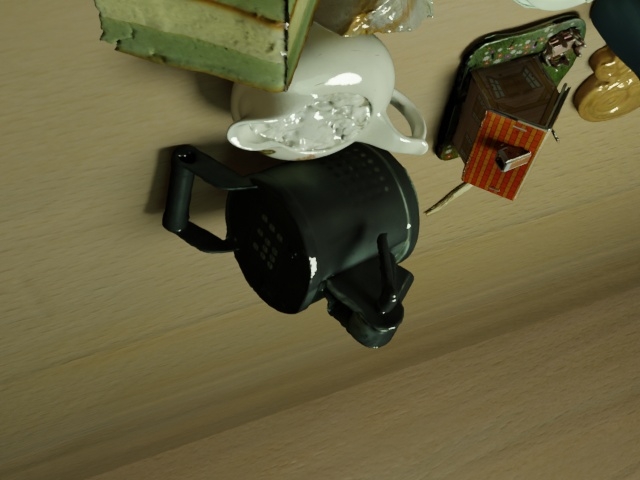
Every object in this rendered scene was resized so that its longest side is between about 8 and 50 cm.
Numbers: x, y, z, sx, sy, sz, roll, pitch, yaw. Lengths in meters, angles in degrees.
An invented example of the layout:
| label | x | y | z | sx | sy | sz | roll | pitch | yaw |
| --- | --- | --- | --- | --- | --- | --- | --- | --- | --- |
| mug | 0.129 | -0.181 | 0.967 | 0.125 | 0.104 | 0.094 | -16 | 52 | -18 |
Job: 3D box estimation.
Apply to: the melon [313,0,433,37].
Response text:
| label | x | y | z | sx | sy | sz | roll | pitch | yaw |
| --- | --- | --- | --- | --- | --- | --- | --- | --- | --- |
| melon | 0.068 | -0.276 | 0.795 | 0.203 | 0.093 | 0.139 | -11 | 146 | -36 |

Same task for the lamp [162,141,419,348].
| label | x | y | z | sx | sy | sz | roll | pitch | yaw |
| --- | --- | --- | --- | --- | --- | --- | --- | --- | --- |
| lamp | 0.001 | -0.035 | 1.080 | 0.272 | 0.374 | 0.205 | -45 | 166 | -39 |

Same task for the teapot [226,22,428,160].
| label | x | y | z | sx | sy | sz | roll | pitch | yaw |
| --- | --- | --- | --- | --- | --- | --- | --- | --- | --- |
| teapot | 0.005 | -0.169 | 0.902 | 0.298 | 0.139 | 0.204 | -6 | 149 | -32 |

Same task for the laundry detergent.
| label | x | y | z | sx | sy | sz | roll | pitch | yaw |
| --- | --- | --- | --- | --- | --- | --- | --- | --- | --- |
| laundry detergent | 0.449 | -0.261 | 1.011 | 0.061 | 0.206 | 0.096 | -18 | 154 | -12 |

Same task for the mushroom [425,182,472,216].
| label | x | y | z | sx | sy | sz | roll | pitch | yaw |
| --- | --- | --- | --- | --- | --- | --- | --- | --- | --- |
| mushroom | 0.309 | -0.124 | 1.407 | 0.028 | 0.025 | 0.286 | 22 | 134 | -37 |

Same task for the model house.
| label | x | y | z | sx | sy | sz | roll | pitch | yaw |
| --- | --- | --- | --- | --- | --- | --- | --- | --- | --- |
| model house | 0.313 | -0.177 | 1.136 | 0.207 | 0.154 | 0.294 | -17 | 155 | -10 |

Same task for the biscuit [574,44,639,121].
| label | x | y | z | sx | sy | sz | roll | pitch | yaw |
| --- | --- | --- | --- | --- | --- | --- | --- | --- | --- |
| biscuit | 0.526 | -0.286 | 1.234 | 0.202 | 0.044 | 0.288 | -22 | 158 | -2 |

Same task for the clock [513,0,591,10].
| label | x | y | z | sx | sy | sz | roll | pitch | yaw |
| --- | --- | --- | --- | --- | --- | --- | --- | --- | --- |
| clock | 0.336 | -0.359 | 0.899 | 0.237 | 0.053 | 0.236 | -19 | 157 | -8 |

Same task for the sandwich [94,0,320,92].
| label | x | y | z | sx | sy | sz | roll | pitch | yaw |
| --- | --- | --- | --- | --- | --- | --- | --- | --- | --- |
| sandwich | -0.091 | -0.277 | 0.641 | 0.198 | 0.227 | 0.155 | 15 | 155 | 3 |
